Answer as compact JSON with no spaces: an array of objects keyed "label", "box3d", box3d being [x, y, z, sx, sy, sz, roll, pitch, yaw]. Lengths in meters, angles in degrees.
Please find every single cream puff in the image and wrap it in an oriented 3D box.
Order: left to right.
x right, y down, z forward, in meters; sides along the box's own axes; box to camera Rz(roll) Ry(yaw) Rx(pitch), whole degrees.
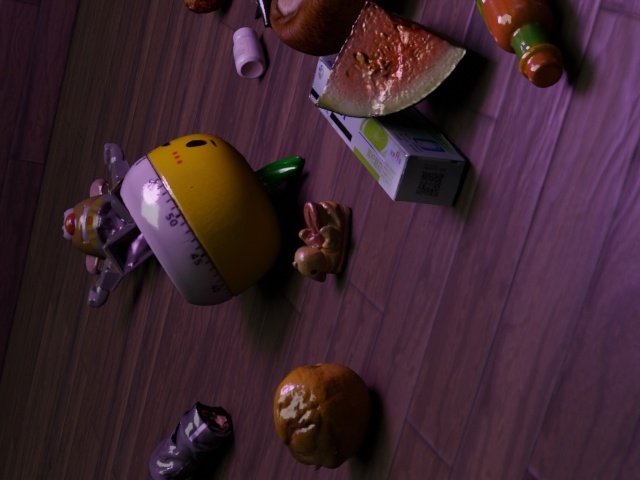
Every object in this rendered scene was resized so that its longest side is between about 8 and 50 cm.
[{"label":"cream puff","box3d":[-0.211,-0.510,2.170,0.149,0.084,0.149,-32,52,53]}]

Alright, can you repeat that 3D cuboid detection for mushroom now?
[{"label":"mushroom","box3d":[0.014,-0.377,1.551,0.253,0.153,0.253,-174,90,-74]}]

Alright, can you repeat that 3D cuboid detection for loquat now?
[{"label":"loquat","box3d":[0.002,0.221,1.414,0.113,0.137,0.137,-4,76,38]}]

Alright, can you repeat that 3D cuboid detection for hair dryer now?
[{"label":"hair dryer","box3d":[-0.102,-0.400,1.977,0.083,0.031,0.079,126,137,-69]}]

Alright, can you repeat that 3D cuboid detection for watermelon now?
[{"label":"watermelon","box3d":[0.102,-0.211,1.346,0.193,0.145,0.137,-54,-16,-30]}]

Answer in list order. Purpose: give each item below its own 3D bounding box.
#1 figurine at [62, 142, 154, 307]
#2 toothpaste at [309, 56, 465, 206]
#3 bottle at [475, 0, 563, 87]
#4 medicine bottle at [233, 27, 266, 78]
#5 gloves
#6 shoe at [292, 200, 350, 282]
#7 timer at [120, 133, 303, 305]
[{"label":"figurine","box3d":[-0.453,-0.031,2.422,0.285,0.167,0.343,2,64,58]},{"label":"toothpaste","box3d":[0.078,-0.146,1.425,0.336,0.081,0.067,-123,44,-56]},{"label":"bottle","box3d":[0.210,-0.232,1.182,0.187,0.069,0.069,-105,33,-42]},{"label":"medicine bottle","box3d":[-0.126,-0.328,1.959,0.052,0.052,0.089,-58,33,41]},{"label":"gloves","box3d":[-0.231,0.375,1.911,0.142,0.119,0.286,-61,-6,-57]},{"label":"shoe","box3d":[-0.001,-0.002,1.560,0.072,0.069,0.109,41,113,62]},{"label":"timer","box3d":[-0.143,-0.057,1.740,0.285,0.285,0.285,-33,52,58]}]
